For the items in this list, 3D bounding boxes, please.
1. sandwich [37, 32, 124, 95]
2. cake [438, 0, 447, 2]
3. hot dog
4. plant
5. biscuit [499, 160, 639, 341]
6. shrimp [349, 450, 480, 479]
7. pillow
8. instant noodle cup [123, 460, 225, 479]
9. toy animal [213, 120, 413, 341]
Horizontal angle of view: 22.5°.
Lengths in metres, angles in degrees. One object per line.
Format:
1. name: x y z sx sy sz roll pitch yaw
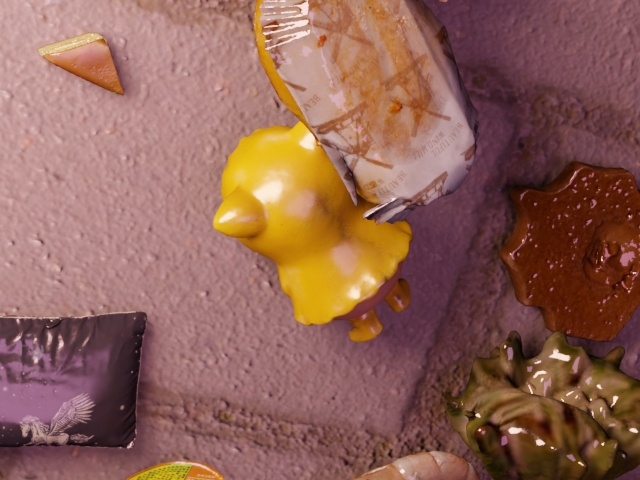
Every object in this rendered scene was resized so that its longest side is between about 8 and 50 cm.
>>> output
1. sandwich: -0.205 -0.163 1.427 0.083 0.031 0.044 24 102 -29
2. cake: 0.051 -0.280 1.451 0.287 0.098 0.135 3 108 -23
3. hot dog: 0.045 -0.139 1.414 0.162 0.082 0.270 -40 117 -16
4. plant: 0.241 0.266 1.683 0.251 0.180 0.334 6 116 0
5. biscuit: 0.270 0.002 1.671 0.215 0.034 0.182 37 93 -29
6. shrimp: 0.053 0.298 1.677 0.254 0.059 0.145 -20 124 -20
7. pillow: -0.266 0.131 1.489 0.208 0.055 0.141 4 100 -23
8. instant noodle cup: -0.128 0.336 1.570 0.168 0.168 0.185 -31 124 -9
9. toy animal: 0.003 -0.004 1.506 0.156 0.156 0.230 -43 121 -4
